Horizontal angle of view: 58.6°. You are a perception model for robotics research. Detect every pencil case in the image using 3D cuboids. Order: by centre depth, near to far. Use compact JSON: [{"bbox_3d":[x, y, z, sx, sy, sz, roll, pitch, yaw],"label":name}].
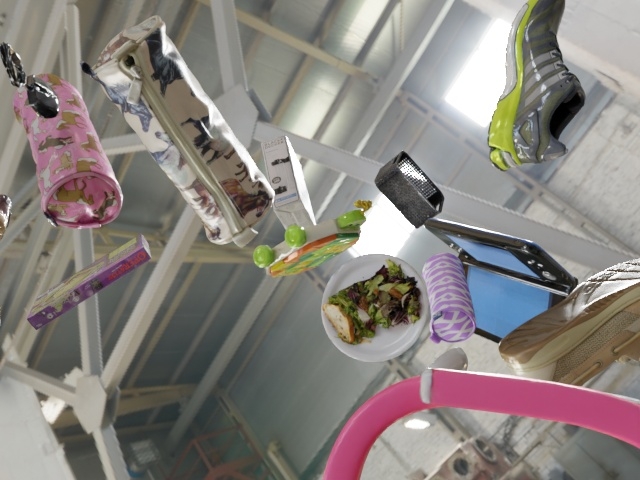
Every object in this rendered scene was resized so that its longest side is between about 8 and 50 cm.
[{"bbox_3d":[-0.238,-0.182,1.030,0.159,0.184,0.410,-25,-61,13],"label":"pencil case"},{"bbox_3d":[0.239,0.108,1.079,0.088,0.086,0.206,-46,15,28],"label":"pencil case"},{"bbox_3d":[-0.551,-0.196,1.230,0.167,0.386,0.160,-39,-33,9],"label":"pencil case"}]

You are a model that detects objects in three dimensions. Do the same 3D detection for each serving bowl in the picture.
[{"bbox_3d":[0.173,0.186,0.781,0.083,0.027,0.083,-25,-40,-23],"label":"serving bowl"}]

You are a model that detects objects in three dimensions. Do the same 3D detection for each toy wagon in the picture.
[{"bbox_3d":[0.000,0.000,1.489,0.344,0.068,0.267,-30,-16,34],"label":"toy wagon"}]

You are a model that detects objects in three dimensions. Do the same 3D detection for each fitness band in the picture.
[{"bbox_3d":[0.139,0.202,0.396,0.054,0.290,0.209,43,-126,-70],"label":"fitness band"}]

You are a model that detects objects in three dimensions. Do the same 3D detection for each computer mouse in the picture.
[{"bbox_3d":[-0.511,-0.282,1.019,0.041,0.071,0.242,-7,-7,-11],"label":"computer mouse"}]

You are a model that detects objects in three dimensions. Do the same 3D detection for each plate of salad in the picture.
[{"bbox_3d":[0.093,0.116,1.026,0.200,0.200,0.048,-45,-26,2],"label":"plate of salad"}]

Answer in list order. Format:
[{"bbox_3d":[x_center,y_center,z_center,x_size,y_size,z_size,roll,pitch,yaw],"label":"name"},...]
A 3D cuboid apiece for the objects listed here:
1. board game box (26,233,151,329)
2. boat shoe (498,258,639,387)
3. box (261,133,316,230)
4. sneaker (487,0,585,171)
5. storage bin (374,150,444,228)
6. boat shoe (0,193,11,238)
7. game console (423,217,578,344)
[{"bbox_3d":[-0.640,0.106,1.600,0.346,0.208,0.056,-33,-75,-10],"label":"board game box"},{"bbox_3d":[0.427,0.126,0.849,0.340,0.110,0.121,-28,4,-8],"label":"boat shoe"},{"bbox_3d":[-0.100,-0.170,1.782,0.087,0.290,0.169,-19,-38,7],"label":"box"},{"bbox_3d":[0.361,-0.254,0.907,0.111,0.121,0.300,16,-96,-50],"label":"sneaker"},{"bbox_3d":[0.240,-0.136,1.533,0.084,0.180,0.122,-37,13,31],"label":"storage bin"},{"bbox_3d":[-0.821,-0.019,1.381,0.102,0.092,0.285,38,-49,-23],"label":"boat shoe"},{"bbox_3d":[0.347,0.100,1.167,0.250,0.293,0.174,32,-97,-34],"label":"game console"}]
